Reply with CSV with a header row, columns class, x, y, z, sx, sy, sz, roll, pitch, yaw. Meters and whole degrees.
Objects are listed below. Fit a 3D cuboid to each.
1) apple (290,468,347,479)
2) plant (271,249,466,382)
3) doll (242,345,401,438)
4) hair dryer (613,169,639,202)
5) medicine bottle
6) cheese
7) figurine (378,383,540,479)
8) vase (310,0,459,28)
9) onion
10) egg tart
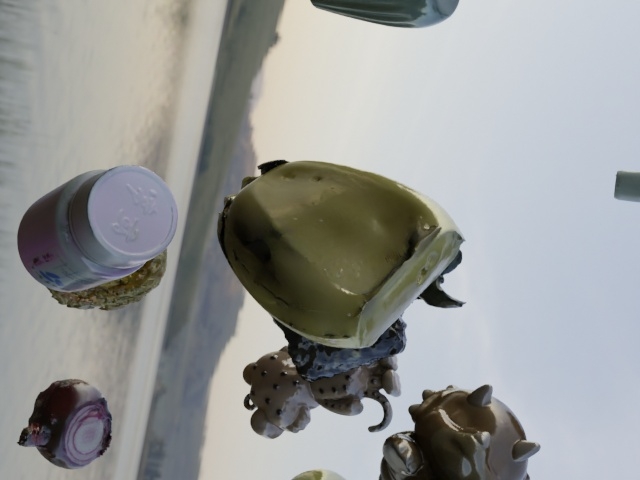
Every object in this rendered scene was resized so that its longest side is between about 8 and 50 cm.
class,x,y,z,sx,sy,sz,roll,pitch,yaw
apple,-0.006,0.534,2.076,0.200,0.200,0.200,-169,-90,-83
plant,0.070,0.071,1.703,0.215,0.312,0.213,63,-2,-13
doll,0.000,0.247,1.802,0.119,0.278,0.154,42,45,-60
hair dryer,0.728,-0.195,2.392,0.073,0.131,0.236,52,48,-68
medicine bottle,-0.305,-0.015,1.473,0.254,0.152,0.152,-14,-117,55
cheese,0.000,0.000,1.405,0.259,0.316,0.128,-41,147,-34
figurine,0.177,0.274,1.363,0.177,0.173,0.247,48,-19,32
vase,0.093,-0.399,1.704,0.128,0.248,0.128,-17,111,-53
onion,-0.508,0.351,2.068,0.135,0.198,0.173,9,-83,43
egg tart,-0.397,0.016,1.960,0.232,0.252,0.098,58,-22,-2
